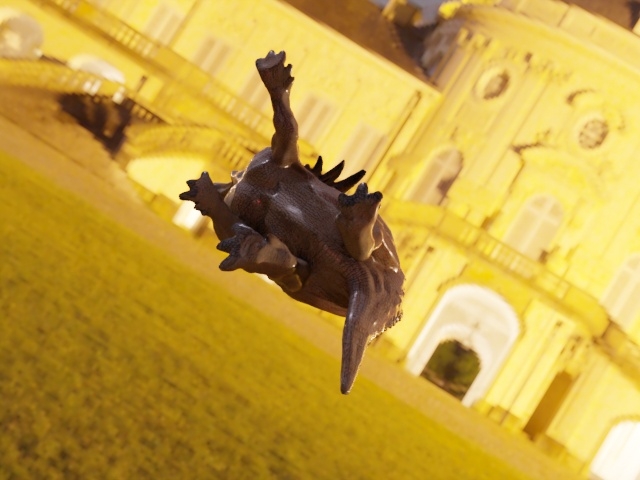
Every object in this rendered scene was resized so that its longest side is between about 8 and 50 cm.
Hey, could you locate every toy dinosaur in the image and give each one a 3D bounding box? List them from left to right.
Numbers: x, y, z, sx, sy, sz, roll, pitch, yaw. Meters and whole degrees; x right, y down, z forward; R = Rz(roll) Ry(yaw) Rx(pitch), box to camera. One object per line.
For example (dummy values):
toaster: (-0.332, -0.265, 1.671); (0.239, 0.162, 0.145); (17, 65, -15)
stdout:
toy dinosaur: (0.000, 0.000, 0.893); (0.296, 0.127, 0.200); (53, 1, 37)
